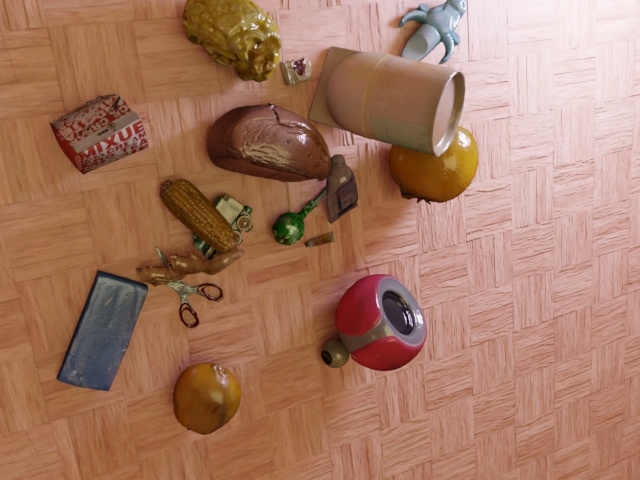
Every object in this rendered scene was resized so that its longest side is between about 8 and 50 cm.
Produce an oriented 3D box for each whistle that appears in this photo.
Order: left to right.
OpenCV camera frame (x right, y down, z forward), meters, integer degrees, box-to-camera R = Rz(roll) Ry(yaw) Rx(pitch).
[{"bbox_3d":[0.344,-0.637,1.944,0.186,0.093,0.274,42,84,-1],"label":"whistle"}]

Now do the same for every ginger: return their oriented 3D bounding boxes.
[{"bbox_3d":[-0.347,0.064,1.734,0.288,0.075,0.089,-15,111,5],"label":"ginger"}]

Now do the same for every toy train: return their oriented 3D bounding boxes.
[{"bbox_3d":[-0.274,-0.030,1.793,0.125,0.081,0.194,36,89,-19],"label":"toy train"}]

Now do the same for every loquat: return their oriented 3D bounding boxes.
[{"bbox_3d":[-0.326,0.447,1.826,0.187,0.176,0.234,24,114,11],"label":"loquat"},{"bbox_3d":[0.336,-0.234,1.942,0.274,0.275,0.275,-6,105,-25],"label":"loquat"}]

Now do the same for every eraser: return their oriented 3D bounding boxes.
[{"bbox_3d":[-0.582,0.247,1.722,0.144,0.042,0.312,21,92,-29],"label":"eraser"}]

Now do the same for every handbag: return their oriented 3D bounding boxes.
[{"bbox_3d":[-0.513,-0.239,1.495,0.171,0.298,0.151,-33,115,-15],"label":"handbag"}]

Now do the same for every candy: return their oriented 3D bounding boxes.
[{"bbox_3d":[-0.020,-0.111,1.906,0.323,0.097,0.097,-47,118,-18],"label":"candy"}]

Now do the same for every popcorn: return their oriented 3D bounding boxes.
[{"bbox_3d":[-0.207,-0.520,1.623,0.286,0.225,0.174,36,89,-27],"label":"popcorn"}]

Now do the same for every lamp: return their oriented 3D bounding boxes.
[{"bbox_3d":[0.079,0.346,2.057,0.163,0.091,0.091,-19,110,-37],"label":"lamp"}]

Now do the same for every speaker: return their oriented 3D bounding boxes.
[{"bbox_3d":[0.181,0.243,1.967,0.294,0.294,0.294,-6,105,-25],"label":"speaker"}]

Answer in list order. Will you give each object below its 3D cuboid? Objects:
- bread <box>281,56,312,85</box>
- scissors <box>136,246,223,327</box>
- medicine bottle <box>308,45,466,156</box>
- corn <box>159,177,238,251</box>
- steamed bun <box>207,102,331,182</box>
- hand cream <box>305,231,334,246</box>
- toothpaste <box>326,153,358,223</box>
[{"bbox_3d":[-0.065,-0.476,1.810,0.083,0.035,0.070,-20,112,-24],"label":"bread"},{"bbox_3d":[-0.397,0.127,1.802,0.144,0.017,0.248,-48,116,-9],"label":"scissors"},{"bbox_3d":[0.170,-0.393,1.778,0.236,0.406,0.236,-44,145,-43],"label":"medicine bottle"},{"bbox_3d":[-0.322,-0.070,1.705,0.261,0.097,0.097,43,81,5],"label":"corn"},{"bbox_3d":[-0.128,-0.270,1.723,0.301,0.251,0.199,10,87,-31],"label":"steamed bun"},{"bbox_3d":[0.000,0.000,1.964,0.102,0.022,0.035,-15,103,-27],"label":"hand cream"},{"bbox_3d":[0.061,-0.152,1.867,0.099,0.068,0.282,-10,151,0],"label":"toothpaste"}]
